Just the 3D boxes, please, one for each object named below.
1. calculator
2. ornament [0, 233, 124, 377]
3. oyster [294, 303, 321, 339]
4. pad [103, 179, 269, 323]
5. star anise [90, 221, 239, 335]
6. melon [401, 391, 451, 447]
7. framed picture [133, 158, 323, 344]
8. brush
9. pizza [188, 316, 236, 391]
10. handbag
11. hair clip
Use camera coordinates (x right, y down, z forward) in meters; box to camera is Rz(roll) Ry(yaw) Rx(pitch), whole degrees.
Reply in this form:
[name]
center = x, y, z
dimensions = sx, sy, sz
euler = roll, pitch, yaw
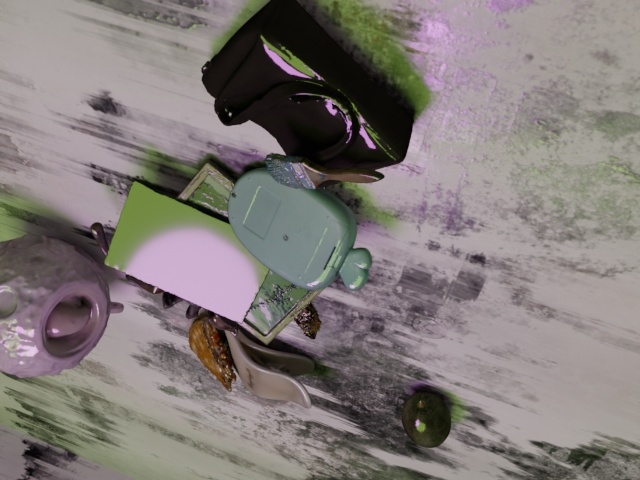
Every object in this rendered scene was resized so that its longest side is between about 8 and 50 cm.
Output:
[calculator]
center = -0.039, -0.014, 1.206
dimensions = 0.295, 0.042, 0.184
euler = 32, 114, 14
[ornament]
center = -0.673, 0.150, 1.614
dimensions = 0.336, 0.337, 0.337
euler = 16, 143, 12
[oyster]
center = -0.037, 0.170, 1.524
dimensions = 0.132, 0.029, 0.086
euler = 42, 140, -19
[pad]
center = -0.250, 0.028, 1.320
dimensions = 0.299, 0.005, 0.202
euler = 24, 116, -8
[star anise]
center = -0.263, 0.058, 1.444
dimensions = 0.315, 0.139, 0.360
euler = -17, 125, 17
[melon]
center = 0.245, 0.416, 1.593
dimensions = 0.114, 0.114, 0.167
euler = 6, 142, 24
[framed picture]
center = -0.156, 0.033, 1.331
dimensions = 0.335, 0.022, 0.247
euler = 39, 113, -15
[brush]
center = 0.007, -0.099, 0.999
dimensions = 0.196, 0.021, 0.070
euler = 6, 144, 32
[pizza]
center = -0.261, 0.286, 1.729
dimensions = 0.199, 0.062, 0.188
euler = 58, 152, 11
[handbag]
center = -0.031, -0.193, 1.016
dimensions = 0.285, 0.114, 0.257
euler = 39, 150, -21
[hair clip]
center = -0.136, 0.317, 1.691
dimensions = 0.282, 0.113, 0.173
euler = 18, 143, 10
